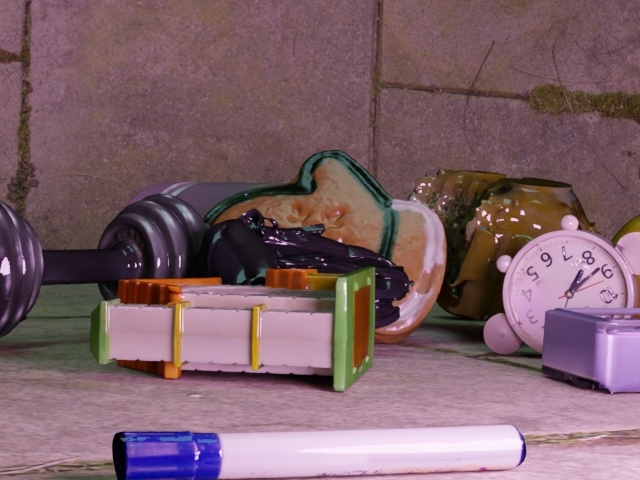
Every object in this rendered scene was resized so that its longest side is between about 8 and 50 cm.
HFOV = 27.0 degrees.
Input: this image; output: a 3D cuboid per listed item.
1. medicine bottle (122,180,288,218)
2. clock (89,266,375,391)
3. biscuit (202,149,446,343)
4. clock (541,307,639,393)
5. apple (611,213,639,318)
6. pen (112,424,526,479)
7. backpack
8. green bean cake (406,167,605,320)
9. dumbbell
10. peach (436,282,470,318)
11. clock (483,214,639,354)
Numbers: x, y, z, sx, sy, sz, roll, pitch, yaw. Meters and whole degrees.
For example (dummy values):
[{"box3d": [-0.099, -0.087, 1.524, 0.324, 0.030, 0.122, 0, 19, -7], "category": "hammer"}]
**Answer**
[{"box3d": [-0.146, 0.010, 2.038, 0.202, 0.202, 0.316, 0, 3, -43], "category": "medicine bottle"}, {"box3d": [-0.083, 0.079, 1.331, 0.255, 0.106, 0.220, 2, 1, 9], "category": "clock"}, {"box3d": [0.000, -0.001, 1.731, 0.344, 0.287, 0.057, 8, -33, 17], "category": "biscuit"}, {"box3d": [0.338, 0.109, 1.349, 0.193, 0.073, 0.144, 1, 2, -15], "category": "clock"}, {"box3d": [0.484, 0.050, 1.867, 0.196, 0.196, 0.196, 2, 2, 0], "category": "apple"}, {"box3d": [0.005, 0.133, 0.837, 0.269, 0.033, 0.033, 2, 2, -21], "category": "pen"}, {"box3d": [-0.020, 0.051, 1.549, 0.258, 0.133, 0.206, 4, 24, -26], "category": "backpack"}, {"box3d": [0.244, -0.001, 1.819, 0.285, 0.202, 0.310, 19, 9, 9], "category": "green bean cake"}, {"box3d": [-0.291, 0.030, 1.554, 0.179, 0.179, 0.406, 3, 2, 42], "category": "dumbbell"}, {"box3d": [0.230, 0.077, 2.079, 0.101, 0.101, 0.101, 2, 2, 0], "category": "peach"}, {"box3d": [0.292, 0.060, 1.563, 0.229, 0.155, 0.063, -35, -11, 16], "category": "clock"}]
